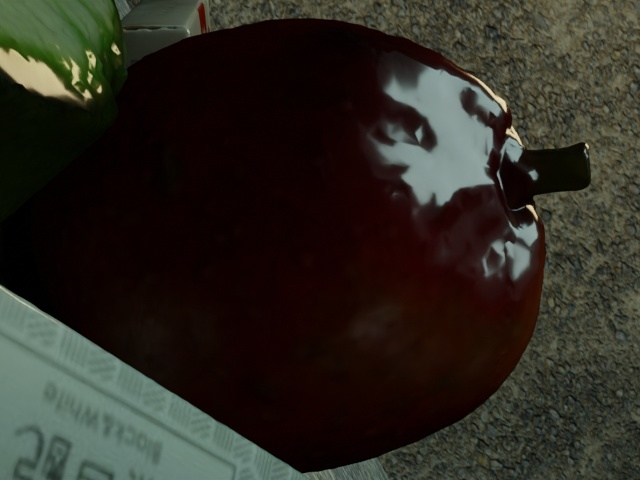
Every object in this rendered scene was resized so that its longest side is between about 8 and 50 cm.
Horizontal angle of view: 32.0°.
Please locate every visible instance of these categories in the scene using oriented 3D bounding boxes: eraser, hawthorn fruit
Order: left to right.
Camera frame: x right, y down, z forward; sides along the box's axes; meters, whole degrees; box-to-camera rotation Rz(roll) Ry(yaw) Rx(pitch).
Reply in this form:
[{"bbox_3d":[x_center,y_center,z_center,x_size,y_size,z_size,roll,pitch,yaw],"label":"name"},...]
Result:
[{"bbox_3d":[-0.104,0.105,0.455,0.404,0.098,0.096,46,48,-49],"label":"eraser"},{"bbox_3d":[0.000,0.000,0.631,0.265,0.307,0.265,-9,90,-69],"label":"hawthorn fruit"}]

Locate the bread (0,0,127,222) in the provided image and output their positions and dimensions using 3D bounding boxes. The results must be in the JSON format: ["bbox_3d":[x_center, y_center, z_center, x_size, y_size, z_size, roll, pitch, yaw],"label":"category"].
[{"bbox_3d":[-0.242,-0.161,0.466,0.366,0.129,0.382,55,13,14],"label":"bread"}]

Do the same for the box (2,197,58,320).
[{"bbox_3d":[-0.171,-0.012,0.853,0.350,0.058,0.211,-107,-167,-84],"label":"box"}]

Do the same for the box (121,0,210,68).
[{"bbox_3d":[-0.114,-0.007,0.887,0.214,0.069,0.353,-97,-173,-71],"label":"box"}]
